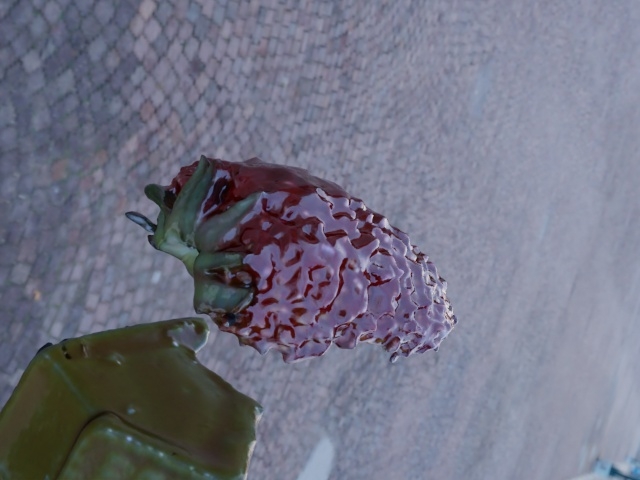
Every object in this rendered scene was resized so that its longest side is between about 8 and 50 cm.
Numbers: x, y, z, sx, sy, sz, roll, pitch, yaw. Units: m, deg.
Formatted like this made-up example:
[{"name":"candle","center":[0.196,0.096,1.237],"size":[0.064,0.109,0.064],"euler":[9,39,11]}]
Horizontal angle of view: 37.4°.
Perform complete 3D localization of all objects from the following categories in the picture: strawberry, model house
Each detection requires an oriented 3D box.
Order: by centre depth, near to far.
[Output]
[{"name":"strawberry","center":[0.001,-0.004,0.594],"size":[0.208,0.167,0.087],"euler":[0,128,-41]},{"name":"model house","center":[-0.163,0.217,0.790],"size":[0.173,0.239,0.268],"euler":[20,102,-47]}]
